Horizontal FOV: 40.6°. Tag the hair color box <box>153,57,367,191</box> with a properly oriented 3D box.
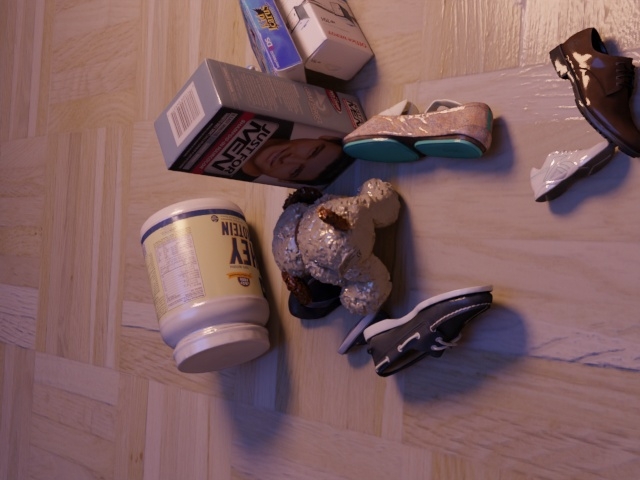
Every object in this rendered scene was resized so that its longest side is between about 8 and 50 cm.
[{"bbox_3d":[-0.098,-0.204,1.620,0.185,0.374,0.114,-41,59,36],"label":"hair color box"}]

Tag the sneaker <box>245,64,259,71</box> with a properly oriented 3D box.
[{"bbox_3d":[-0.150,-0.290,1.896,0.081,0.080,0.211,-39,61,41],"label":"sneaker"}]

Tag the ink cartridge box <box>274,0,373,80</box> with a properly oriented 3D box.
[{"bbox_3d":[0.002,-0.423,1.703,0.082,0.139,0.191,-43,58,33],"label":"ink cartridge box"}]

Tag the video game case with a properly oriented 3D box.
[{"bbox_3d":[-0.093,-0.375,1.746,0.061,0.244,0.270,-22,64,-3],"label":"video game case"}]

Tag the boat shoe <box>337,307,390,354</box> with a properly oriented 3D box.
[{"bbox_3d":[0.080,0.177,1.644,0.040,0.049,0.142,37,126,-1],"label":"boat shoe"}]

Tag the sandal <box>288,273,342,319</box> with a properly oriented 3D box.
[{"bbox_3d":[0.018,0.093,1.707,0.254,0.054,0.097,-22,71,43],"label":"sandal"}]

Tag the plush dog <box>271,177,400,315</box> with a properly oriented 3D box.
[{"bbox_3d":[0.000,0.000,1.594,0.225,0.210,0.263,-9,69,43],"label":"plush dog"}]

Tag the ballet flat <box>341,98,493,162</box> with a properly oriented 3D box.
[{"bbox_3d":[0.177,-0.199,1.548,0.316,0.107,0.106,5,71,41],"label":"ballet flat"}]

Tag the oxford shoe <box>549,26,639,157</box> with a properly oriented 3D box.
[{"bbox_3d":[0.428,-0.225,1.284,0.096,0.082,0.227,-38,62,33],"label":"oxford shoe"}]

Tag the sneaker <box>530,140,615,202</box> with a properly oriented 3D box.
[{"bbox_3d":[0.384,-0.119,1.342,0.152,0.053,0.061,-36,60,40],"label":"sneaker"}]

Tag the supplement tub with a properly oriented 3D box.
[{"bbox_3d":[-0.243,0.098,1.851,0.235,0.235,0.325,-35,63,39],"label":"supplement tub"}]

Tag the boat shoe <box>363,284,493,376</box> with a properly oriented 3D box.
[{"bbox_3d":[0.191,0.158,1.489,0.302,0.114,0.091,-37,60,52],"label":"boat shoe"}]

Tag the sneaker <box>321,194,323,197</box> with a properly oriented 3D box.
[{"bbox_3d":[0.005,-0.016,1.738,0.071,0.068,0.170,-59,39,45],"label":"sneaker"}]
